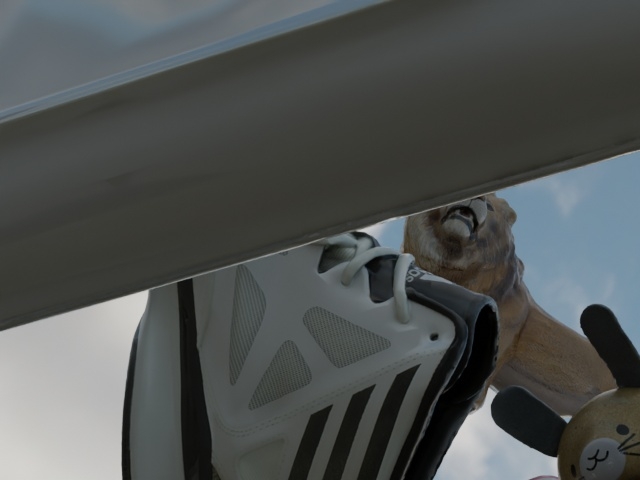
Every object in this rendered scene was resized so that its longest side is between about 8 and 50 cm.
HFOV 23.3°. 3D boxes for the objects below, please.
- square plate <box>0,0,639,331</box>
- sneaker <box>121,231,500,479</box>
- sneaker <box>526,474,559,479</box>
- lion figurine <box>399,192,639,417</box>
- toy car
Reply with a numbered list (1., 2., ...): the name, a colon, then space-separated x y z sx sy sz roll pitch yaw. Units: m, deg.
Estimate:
1. square plate: -0.034 -0.141 0.557 0.344 0.347 0.049 -16 -39 13
2. sneaker: 0.000 0.001 1.099 0.257 0.169 0.448 -6 -100 18
3. sneaker: 0.139 0.192 1.128 0.051 0.070 0.134 12 -44 -12
4. lion figurine: 0.219 0.121 1.480 0.392 0.240 0.142 38 -40 -11
5. toy car: 0.172 0.132 0.873 0.155 0.149 0.188 -45 -123 24
